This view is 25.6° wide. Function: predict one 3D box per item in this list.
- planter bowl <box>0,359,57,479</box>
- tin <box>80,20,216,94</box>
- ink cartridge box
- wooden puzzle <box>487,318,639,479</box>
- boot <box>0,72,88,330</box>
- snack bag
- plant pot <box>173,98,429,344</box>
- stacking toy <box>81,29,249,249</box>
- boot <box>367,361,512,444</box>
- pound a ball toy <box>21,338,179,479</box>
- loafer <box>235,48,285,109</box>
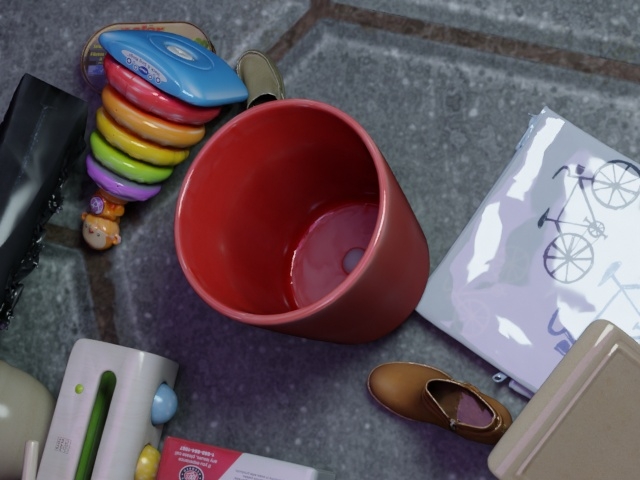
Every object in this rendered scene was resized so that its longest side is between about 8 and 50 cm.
[{"bbox_3d":[-0.387,0.245,1.802,0.109,0.162,0.162,20,83,-8],"label":"planter bowl"},{"bbox_3d":[-0.233,-0.244,1.922,0.189,0.040,0.106,2,82,15],"label":"tin"},{"bbox_3d":[-0.112,0.392,1.705,0.197,0.114,0.273,10,80,16],"label":"ink cartridge box"},{"bbox_3d":[0.344,0.243,1.616,0.238,0.044,0.221,38,87,0],"label":"wooden puzzle"},{"bbox_3d":[-0.455,0.040,1.830,0.146,0.367,0.445,24,66,-23],"label":"boot"},{"bbox_3d":[0.318,0.049,1.709,0.342,0.037,0.323,33,87,19],"label":"snack bag"},{"bbox_3d":[0.000,0.000,1.678,0.275,0.243,0.275,-9,68,23],"label":"plant pot"},{"bbox_3d":[-0.244,-0.116,1.836,0.175,0.165,0.302,34,111,16],"label":"stacking toy"},{"bbox_3d":[0.135,0.183,1.666,0.197,0.152,0.073,17,83,18],"label":"boot"},{"bbox_3d":[-0.274,0.287,1.723,0.135,0.208,0.319,11,80,13],"label":"pound a ball toy"},{"bbox_3d":[-0.074,-0.191,1.859,0.056,0.050,0.148,-24,73,8],"label":"loafer"}]
